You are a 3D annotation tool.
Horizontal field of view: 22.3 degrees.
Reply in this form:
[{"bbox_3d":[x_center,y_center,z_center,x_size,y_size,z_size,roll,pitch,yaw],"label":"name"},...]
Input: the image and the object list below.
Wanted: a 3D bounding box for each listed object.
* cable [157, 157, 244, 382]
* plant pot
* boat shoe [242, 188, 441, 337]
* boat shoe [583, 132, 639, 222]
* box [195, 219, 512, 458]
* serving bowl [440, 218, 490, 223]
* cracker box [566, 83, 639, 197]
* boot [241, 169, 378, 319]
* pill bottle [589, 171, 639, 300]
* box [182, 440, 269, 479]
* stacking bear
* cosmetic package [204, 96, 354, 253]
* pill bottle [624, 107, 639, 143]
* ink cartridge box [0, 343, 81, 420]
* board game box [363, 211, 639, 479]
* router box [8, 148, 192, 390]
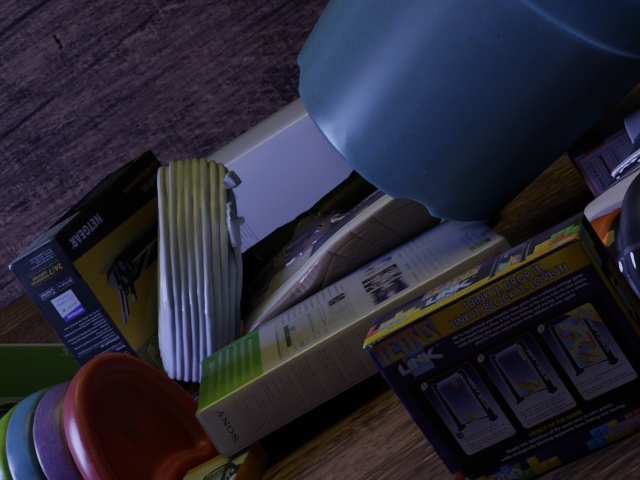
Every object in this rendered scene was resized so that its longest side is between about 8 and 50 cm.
[{"bbox_3d":[-0.139,0.036,1.807,0.089,0.257,0.257,0,9,-7],"label":"cable"},{"bbox_3d":[0.166,-0.217,1.493,0.334,0.341,0.341,-51,0,34],"label":"plant pot"},{"bbox_3d":[0.013,0.011,1.707,0.285,0.102,0.092,-45,47,27],"label":"boat shoe"},{"bbox_3d":[0.343,-0.080,1.204,0.340,0.127,0.158,-25,22,43],"label":"boat shoe"},{"bbox_3d":[0.032,0.082,1.552,0.322,0.058,0.232,-29,8,1],"label":"box"},{"bbox_3d":[0.158,-0.021,1.765,0.083,0.027,0.083,-32,10,7],"label":"serving bowl"},{"bbox_3d":[0.349,-0.128,1.569,0.232,0.067,0.156,-32,11,9],"label":"cracker box"},{"bbox_3d":[0.000,0.000,1.949,0.246,0.094,0.207,-32,5,46],"label":"boot"},{"bbox_3d":[0.290,-0.011,1.067,0.245,0.130,0.130,-24,15,43],"label":"pill bottle"},{"bbox_3d":[-0.099,0.230,1.429,0.081,0.028,0.136,-28,14,22],"label":"box"},{"bbox_3d":[-0.267,0.239,1.572,0.289,0.164,0.175,-33,10,31],"label":"stacking bear"},{"bbox_3d":[-0.057,-0.099,2.396,0.365,0.155,0.197,-30,12,16],"label":"cosmetic package"},{"bbox_3d":[0.360,-0.121,1.435,0.169,0.094,0.094,-30,12,19],"label":"pill bottle"},{"bbox_3d":[-0.367,0.175,2.049,0.188,0.097,0.255,3,-14,-36],"label":"ink cartridge box"},{"bbox_3d":[0.137,0.081,1.083,0.170,0.141,0.048,-28,12,24],"label":"board game box"},{"bbox_3d":[-0.223,0.053,1.992,0.081,0.243,0.309,-29,13,25],"label":"router box"}]
